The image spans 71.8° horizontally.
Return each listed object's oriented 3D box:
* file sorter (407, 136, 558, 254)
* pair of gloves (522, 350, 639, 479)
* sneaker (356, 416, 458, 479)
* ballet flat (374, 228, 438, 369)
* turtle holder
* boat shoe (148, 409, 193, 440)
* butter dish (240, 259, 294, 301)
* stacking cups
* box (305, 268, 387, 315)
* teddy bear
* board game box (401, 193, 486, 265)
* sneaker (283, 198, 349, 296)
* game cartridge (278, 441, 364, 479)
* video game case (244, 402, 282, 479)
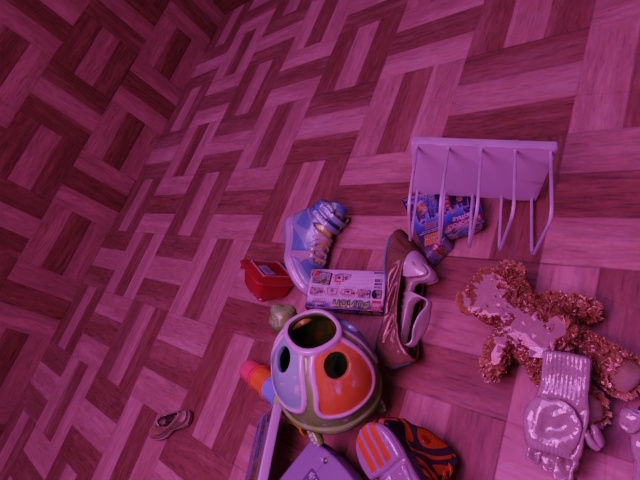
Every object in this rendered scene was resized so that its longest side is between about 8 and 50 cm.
[{"bbox_3d":[0.326,-0.088,0.937,0.278,0.192,0.172,6,64,16],"label":"file sorter"},{"bbox_3d":[0.448,0.299,0.687,0.240,0.042,0.204,15,91,33],"label":"pair of gloves"},{"bbox_3d":[0.206,0.460,0.783,0.124,0.180,0.321,-46,54,29],"label":"sneaker"},{"bbox_3d":[0.208,0.128,1.031,0.124,0.116,0.342,-14,56,50],"label":"ballet flat"},{"bbox_3d":[0.003,0.261,1.004,0.244,0.227,0.320,-13,30,4],"label":"turtle holder"},{"bbox_3d":[-0.496,0.582,1.413,0.190,0.072,0.068,-35,45,21],"label":"boat shoe"},{"bbox_3d":[-0.169,0.137,1.378,0.160,0.160,0.118,41,118,48],"label":"butter dish"},{"bbox_3d":[-0.117,0.405,1.169,0.316,0.096,0.095,12,72,47],"label":"stacking cups"},{"bbox_3d":[0.069,0.134,1.163,0.207,0.036,0.114,1,63,17],"label":"box"},{"bbox_3d":[0.418,0.187,0.833,0.338,0.113,0.244,27,90,41],"label":"teddy bear"},{"bbox_3d":[0.310,-0.044,1.101,0.194,0.060,0.194,-19,55,29],"label":"board game box"},{"bbox_3d":[0.000,0.000,1.309,0.208,0.127,0.318,-34,46,23],"label":"sneaker"},{"bbox_3d":[0.025,0.565,0.886,0.196,0.060,0.294,-54,41,5],"label":"game cartridge"},{"bbox_3d":[-0.145,0.528,1.062,0.206,0.026,0.226,119,165,-53],"label":"video game case"}]
